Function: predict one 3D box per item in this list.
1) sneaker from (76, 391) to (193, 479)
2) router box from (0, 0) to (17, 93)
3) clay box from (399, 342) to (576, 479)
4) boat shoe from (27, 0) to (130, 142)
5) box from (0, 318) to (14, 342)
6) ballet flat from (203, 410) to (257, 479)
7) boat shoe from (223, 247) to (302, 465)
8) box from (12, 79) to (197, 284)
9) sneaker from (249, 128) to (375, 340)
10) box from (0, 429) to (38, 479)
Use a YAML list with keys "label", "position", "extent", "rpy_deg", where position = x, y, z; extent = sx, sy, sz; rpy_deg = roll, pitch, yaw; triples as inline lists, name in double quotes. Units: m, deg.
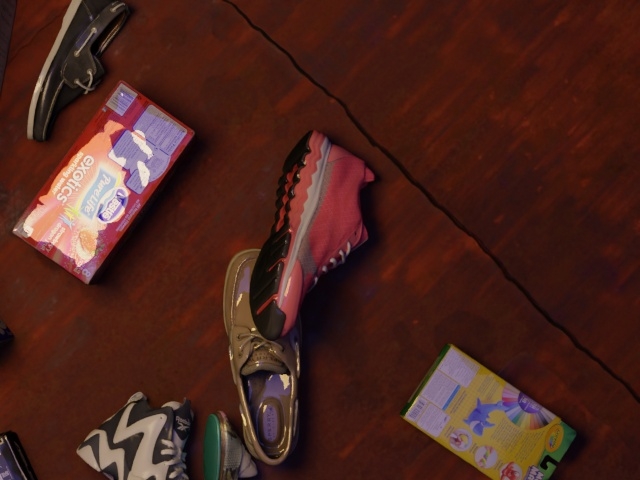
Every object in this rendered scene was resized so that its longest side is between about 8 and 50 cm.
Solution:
- label: "sneaker"
  position: [-0.202, 0.295, 1.776]
  extent: [0.235, 0.094, 0.153]
  rpy_deg: [31, 78, 31]
- label: "router box"
  position: [-0.482, -0.217, 1.676]
  extent: [0.082, 0.335, 0.301]
  rpy_deg: [9, 87, -3]
- label: "clay box"
  position: [0.239, 0.260, 1.852]
  extent: [0.222, 0.053, 0.127]
  rpy_deg: [35, 85, -3]
- label: "boat shoe"
  position: [-0.342, -0.239, 1.815]
  extent: [0.079, 0.084, 0.233]
  rpy_deg: [24, 83, -2]
- label: "box"
  position: [-0.494, 0.102, 1.767]
  extent: [0.072, 0.126, 0.137]
  rpy_deg: [-39, 91, -4]
- label: "ballet flat"
  position: [-0.130, 0.347, 1.818]
  extent: [0.079, 0.077, 0.222]
  rpy_deg: [6, 92, -22]
- label: "boat shoe"
  position: [-0.076, 0.160, 1.810]
  extent: [0.109, 0.098, 0.302]
  rpy_deg: [-4, 88, -5]
- label: "box"
  position: [-0.292, -0.076, 1.791]
  extent: [0.128, 0.122, 0.257]
  rpy_deg: [35, 86, -2]
- label: "sneaker"
  position: [0.000, -0.001, 1.787]
  extent: [0.136, 0.116, 0.314]
  rpy_deg: [22, 65, -16]
- label: "box"
  position: [-0.481, 0.504, 1.766]
  extent: [0.318, 0.097, 0.395]
  rpy_deg: [-26, 89, -6]
